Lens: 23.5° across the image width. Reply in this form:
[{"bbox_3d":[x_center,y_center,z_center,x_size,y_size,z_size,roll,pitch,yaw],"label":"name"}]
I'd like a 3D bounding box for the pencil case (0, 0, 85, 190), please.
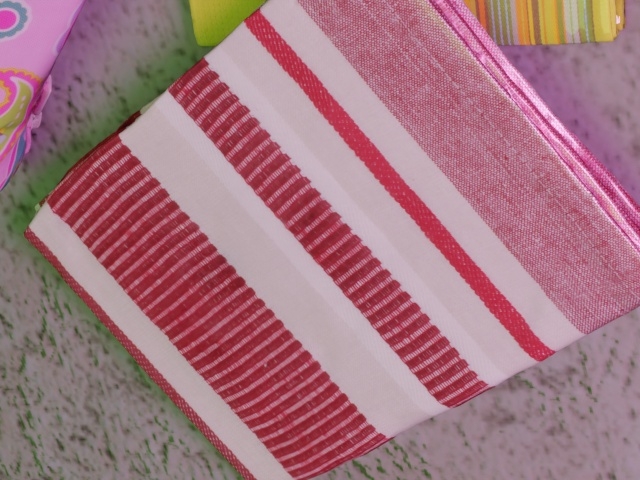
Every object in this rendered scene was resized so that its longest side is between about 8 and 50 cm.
[{"bbox_3d":[-0.177,-0.145,0.828,0.124,0.124,0.284,38,127,8],"label":"pencil case"}]

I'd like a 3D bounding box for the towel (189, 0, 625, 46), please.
[{"bbox_3d":[0.033,-0.148,0.768,0.237,0.021,0.102,3,111,28],"label":"towel"}]

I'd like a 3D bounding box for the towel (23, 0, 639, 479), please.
[{"bbox_3d":[0.000,0.000,0.835,0.237,0.037,0.329,50,131,-7],"label":"towel"}]
